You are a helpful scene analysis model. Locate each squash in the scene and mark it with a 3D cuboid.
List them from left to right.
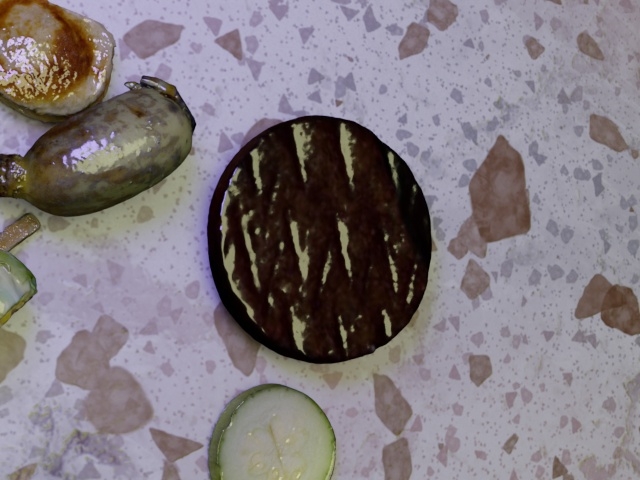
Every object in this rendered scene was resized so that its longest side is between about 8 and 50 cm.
[{"bbox_3d":[-0.077,0.340,1.718,0.219,0.041,0.219,0,90,-30],"label":"squash"}]

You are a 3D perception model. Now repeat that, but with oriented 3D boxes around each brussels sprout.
[{"bbox_3d":[-0.474,0.073,1.466,0.122,0.149,0.151,44,55,-6],"label":"brussels sprout"}]

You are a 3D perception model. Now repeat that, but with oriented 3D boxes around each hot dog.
[{"bbox_3d":[-0.444,-0.005,1.549,0.030,0.034,0.090,48,47,-4],"label":"hot dog"}]

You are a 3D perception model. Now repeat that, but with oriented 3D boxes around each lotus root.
[{"bbox_3d":[-0.323,-0.121,1.553,0.309,0.173,0.173,-27,98,-21],"label":"lotus root"}]

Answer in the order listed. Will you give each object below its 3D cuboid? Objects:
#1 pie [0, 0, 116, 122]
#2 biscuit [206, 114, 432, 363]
[{"bbox_3d":[-0.402,-0.269,1.566,0.205,0.084,0.178,22,76,-22],"label":"pie"},{"bbox_3d":[0.000,0.000,1.758,0.407,0.091,0.407,3,84,-30],"label":"biscuit"}]
